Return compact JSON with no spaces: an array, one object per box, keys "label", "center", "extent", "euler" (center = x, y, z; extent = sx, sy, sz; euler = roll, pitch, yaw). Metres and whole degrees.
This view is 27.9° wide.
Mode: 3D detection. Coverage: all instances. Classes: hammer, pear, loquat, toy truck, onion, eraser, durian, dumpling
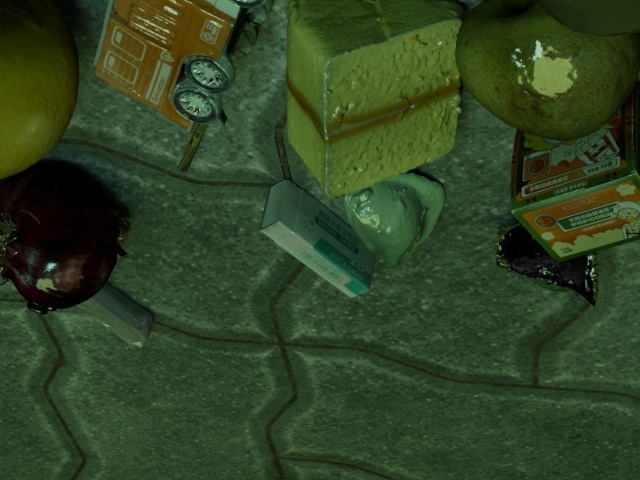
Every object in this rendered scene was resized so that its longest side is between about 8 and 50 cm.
[{"label":"hammer","center":[-0.195,-0.161,2.044],"extent":[0.062,0.017,0.182],"euler":[19,145,-9]},{"label":"pear","center":[0.297,-0.231,1.657],"extent":[0.228,0.188,0.211],"euler":[-15,124,32]},{"label":"loquat","center":[-0.507,-0.213,1.790],"extent":[0.328,0.328,0.359],"euler":[18,130,-8]},{"label":"toy truck","center":[-0.168,-0.329,1.676],"extent":[0.207,0.173,0.387],"euler":[26,146,-4]},{"label":"onion","center":[-0.443,-0.002,2.126],"extent":[0.281,0.281,0.221],"euler":[24,109,-16]},{"label":"eraser","center":[0.000,0.000,2.139],"extent":[0.052,0.095,0.225],"euler":[-24,131,39]},{"label":"durian","center":[0.374,0.019,2.084],"extent":[0.187,0.119,0.108],"euler":[21,-177,6]},{"label":"dumpling","center":[0.122,-0.032,2.053],"extent":[0.149,0.104,0.216],"euler":[-3,141,20]}]

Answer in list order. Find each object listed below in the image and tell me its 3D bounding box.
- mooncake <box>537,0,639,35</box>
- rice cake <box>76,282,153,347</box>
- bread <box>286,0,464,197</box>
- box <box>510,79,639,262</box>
[{"label":"mooncake","center":[0.337,-0.358,1.393],"extent":[0.284,0.284,0.155],"euler":[-15,137,32]},{"label":"rice cake","center":[-0.460,0.079,2.401],"extent":[0.064,0.070,0.399],"euler":[-24,132,34]},{"label":"bread","center":[0.077,-0.226,1.802],"extent":[0.236,0.198,0.263],"euler":[-16,137,-16]},{"label":"box","center":[0.390,-0.098,1.824],"extent":[0.195,0.177,0.148],"euler":[-18,134,34]}]
